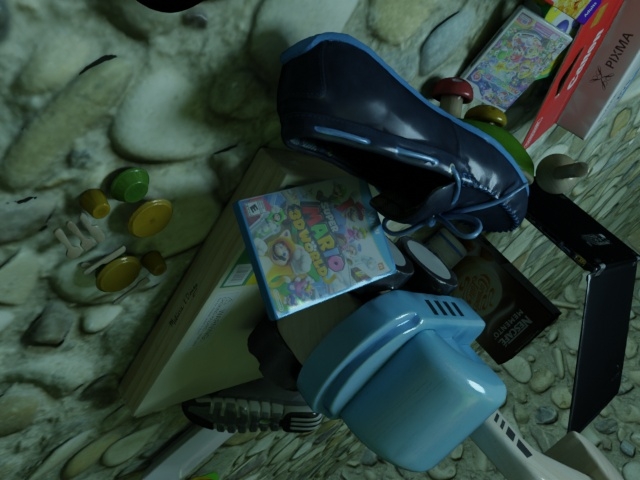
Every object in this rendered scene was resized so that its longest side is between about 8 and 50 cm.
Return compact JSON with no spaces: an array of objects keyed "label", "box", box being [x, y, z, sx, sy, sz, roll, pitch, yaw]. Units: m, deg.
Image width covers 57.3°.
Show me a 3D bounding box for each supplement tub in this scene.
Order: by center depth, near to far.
[{"label":"supplement tub","box":[0.216,0.034,1.105,0.107,0.071,0.071,-43,154,5]}]

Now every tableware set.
[{"label":"tableware set","box":[-0.187,-0.004,0.564,0.104,0.024,0.154,-36,153,-16]}]

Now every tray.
[{"label":"tray","box":[-0.203,0.352,1.088,0.270,0.030,0.145,-40,153,0]}]

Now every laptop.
[{"label":"laptop","box":[0.424,0.085,1.070,0.382,0.408,0.236,-1,133,-53]}]

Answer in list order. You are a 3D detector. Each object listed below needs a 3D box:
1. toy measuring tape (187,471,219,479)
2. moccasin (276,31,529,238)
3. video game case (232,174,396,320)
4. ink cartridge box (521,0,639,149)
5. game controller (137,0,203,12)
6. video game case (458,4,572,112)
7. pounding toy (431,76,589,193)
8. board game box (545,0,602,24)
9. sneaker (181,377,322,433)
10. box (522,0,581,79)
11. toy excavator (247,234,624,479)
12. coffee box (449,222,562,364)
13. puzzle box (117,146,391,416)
[{"label":"toy measuring tape","box":[-0.294,0.575,1.221,0.121,0.121,0.330,-50,152,20]},{"label":"moccasin","box":[0.084,-0.067,0.597,0.342,0.117,0.137,24,156,-31]},{"label":"video game case","box":[0.000,0.000,0.603,0.166,0.119,0.015,-17,178,-37]},{"label":"ink cartridge box","box":[0.433,-0.273,0.871,0.261,0.066,0.296,-40,157,-29]},{"label":"game controller","box":[-0.014,-0.271,0.325,0.319,0.067,0.166,-42,154,4]},{"label":"video game case","box":[0.239,-0.223,0.733,0.087,0.011,0.122,18,133,-26]},{"label":"pounding toy","box":[0.210,-0.135,0.737,0.183,0.236,0.110,13,87,-73]},{"label":"board game box","box":[0.251,-0.318,0.582,0.193,0.045,0.147,6,130,-38]},{"label":"sneaker","box":[-0.112,0.249,0.989,0.228,0.132,0.086,8,133,-9]},{"label":"box","box":[0.289,-0.271,0.758,0.105,0.043,0.179,-22,150,-32]},{"label":"toy excavator","box":[0.182,0.220,0.776,0.222,0.445,0.433,-49,148,19]},{"label":"coffee box","box":[0.323,0.100,1.148,0.141,0.246,0.098,-51,153,19]},{"label":"puzzle box","box":[-0.070,0.062,0.786,0.272,0.052,0.409,-1,134,-52]}]
